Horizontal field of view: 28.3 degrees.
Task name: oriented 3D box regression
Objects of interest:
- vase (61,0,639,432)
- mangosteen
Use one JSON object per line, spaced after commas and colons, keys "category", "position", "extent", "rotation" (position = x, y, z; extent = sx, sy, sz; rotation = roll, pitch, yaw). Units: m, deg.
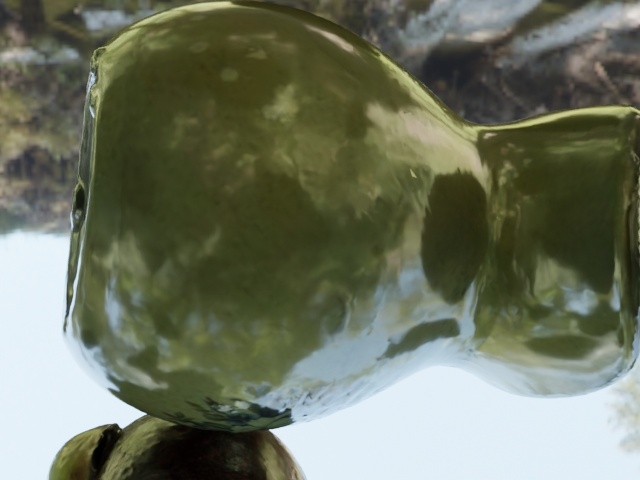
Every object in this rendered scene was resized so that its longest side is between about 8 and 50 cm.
{"category": "vase", "position": [0.000, 0.000, 0.769], "extent": [0.303, 0.240, 0.329], "rotation": [5, 168, -14]}
{"category": "mangosteen", "position": [-0.105, 0.195, 0.773], "extent": [0.217, 0.192, 0.192], "rotation": [-1, -148, 1]}
